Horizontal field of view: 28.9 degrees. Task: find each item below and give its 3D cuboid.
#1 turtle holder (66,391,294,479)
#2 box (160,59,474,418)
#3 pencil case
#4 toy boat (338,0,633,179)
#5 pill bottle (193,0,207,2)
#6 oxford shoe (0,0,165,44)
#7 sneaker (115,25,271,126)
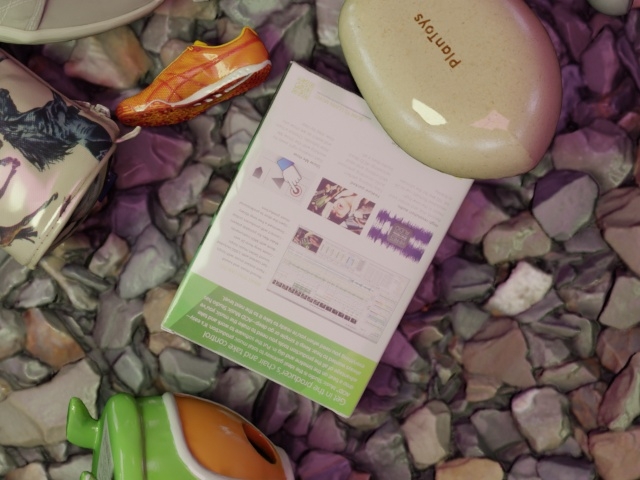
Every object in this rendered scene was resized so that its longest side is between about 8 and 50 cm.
[{"bbox_3d":[-0.152,0.318,1.299,0.227,0.243,0.320,2,90,-17],"label":"turtle holder"},{"bbox_3d":[0.000,0.000,1.342,0.232,0.058,0.322,27,96,-4],"label":"box"},{"bbox_3d":[-0.391,-0.164,1.266,0.410,0.160,0.183,40,74,-5],"label":"pencil case"},{"bbox_3d":[0.193,-0.207,1.264,0.318,0.148,0.267,-32,74,5],"label":"toy boat"},{"bbox_3d":[-0.080,-0.289,1.291,0.120,0.067,0.067,-9,98,2],"label":"pill bottle"},{"bbox_3d":[-0.335,-0.287,1.179,0.449,0.130,0.169,0,66,-28],"label":"oxford shoe"},{"bbox_3d":[-0.138,-0.171,1.322,0.175,0.064,0.067,-24,77,-1],"label":"sneaker"}]
